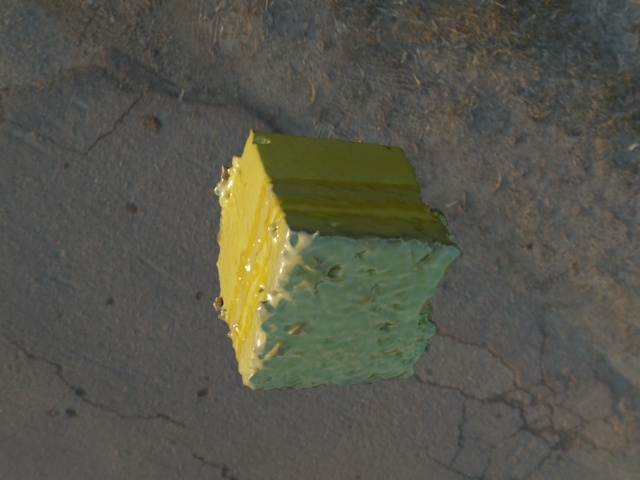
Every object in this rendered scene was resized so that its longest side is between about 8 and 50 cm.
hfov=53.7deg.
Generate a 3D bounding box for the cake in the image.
[{"bbox_3d":[0.000,0.000,0.761,0.227,0.286,0.223,3,126,-23],"label":"cake"}]
